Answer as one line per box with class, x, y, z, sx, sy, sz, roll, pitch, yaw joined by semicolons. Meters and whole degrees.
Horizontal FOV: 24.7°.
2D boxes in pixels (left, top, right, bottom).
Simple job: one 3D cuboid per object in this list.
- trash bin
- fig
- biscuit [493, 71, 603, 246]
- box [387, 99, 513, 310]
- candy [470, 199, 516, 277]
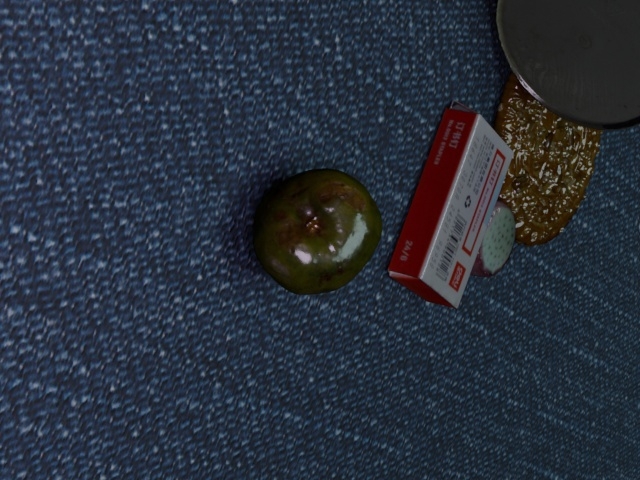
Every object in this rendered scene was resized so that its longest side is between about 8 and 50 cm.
trash bin;0.432;-0.355;1.853;0.432;0.280;0.280;-45;136;-36
fig;-0.015;-0.008;1.496;0.127;0.185;0.133;28;81;-17
biscuit;0.313;-0.137;1.970;0.305;0.038;0.305;-26;122;-50
box;0.161;-0.042;1.769;0.123;0.050;0.229;36;71;-57
candy;0.210;-0.004;1.862;0.103;0.043;0.103;-26;123;-49
